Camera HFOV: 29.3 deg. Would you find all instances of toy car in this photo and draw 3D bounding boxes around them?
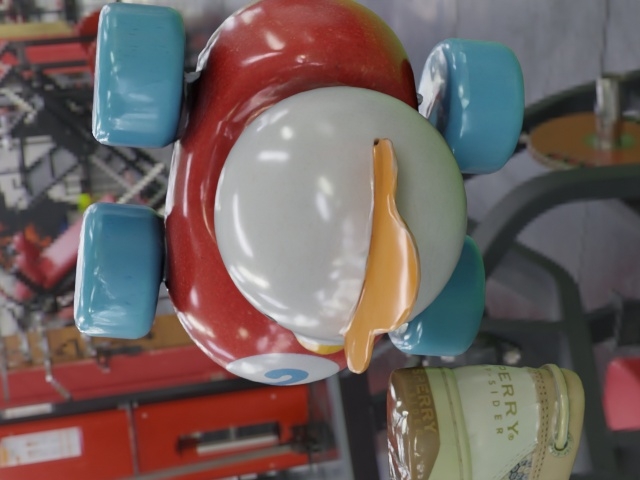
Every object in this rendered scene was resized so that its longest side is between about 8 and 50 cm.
[{"bbox_3d":[0.000,0.000,0.579,0.238,0.219,0.210,-117,34,-68],"label":"toy car"}]

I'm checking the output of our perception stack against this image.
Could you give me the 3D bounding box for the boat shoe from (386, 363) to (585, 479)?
[{"bbox_3d":[0.088,0.170,0.643,0.285,0.089,0.104,83,178,-48],"label":"boat shoe"}]
